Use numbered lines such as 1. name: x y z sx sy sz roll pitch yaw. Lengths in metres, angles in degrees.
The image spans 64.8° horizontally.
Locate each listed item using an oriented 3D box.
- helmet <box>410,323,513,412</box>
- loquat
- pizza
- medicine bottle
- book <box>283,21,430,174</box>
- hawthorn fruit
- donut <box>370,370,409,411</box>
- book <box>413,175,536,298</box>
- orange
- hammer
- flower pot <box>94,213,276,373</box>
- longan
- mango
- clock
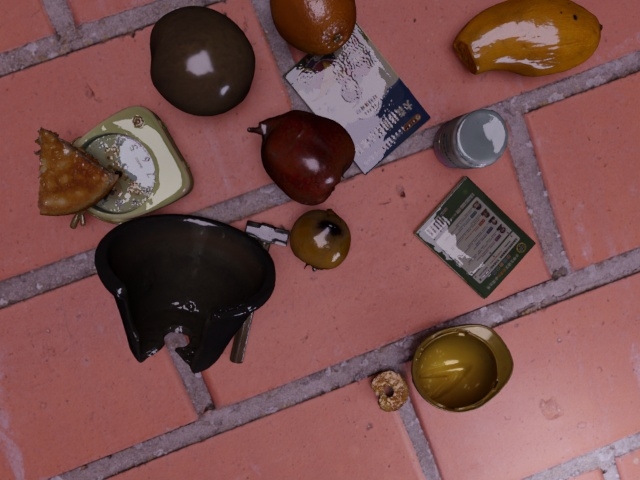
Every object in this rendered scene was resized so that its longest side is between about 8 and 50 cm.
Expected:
1. helmet: 0.345 0.336 1.294 0.256 0.140 0.205 -22 66 -12
2. loquat: 0.000 0.000 1.226 0.163 0.137 0.163 -6 105 -22
3. pizza: -0.544 -0.158 1.102 0.200 0.053 0.193 -15 99 10
4. medicine bottle: 0.356 -0.238 1.216 0.135 0.168 0.135 -1 97 -4
5. book: 0.094 -0.357 1.255 0.228 0.018 0.322 -42 98 0
6. hawthorn fruit: -0.052 -0.206 1.162 0.248 0.208 0.208 32 92 -16
7. donut: 0.182 0.391 1.331 0.097 0.043 0.108 -18 96 -3
8. book: 0.402 -0.006 1.317 0.264 0.027 0.202 42 90 -7
9. orange: -0.014 -0.519 1.139 0.205 0.206 0.206 -1 96 -5
10. hammer: -0.172 0.135 1.276 0.111 0.043 0.366 13 97 -8
11. flower pot: -0.304 0.129 1.139 0.379 0.379 0.251 12 120 -6
12. longan: -0.269 -0.397 1.118 0.248 0.248 0.248 -1 96 -5
13. mango: 0.499 -0.492 1.217 0.359 0.144 0.187 1 93 -3
14. clock: -0.477 -0.154 1.184 0.308 0.096 0.235 -28 99 -2
